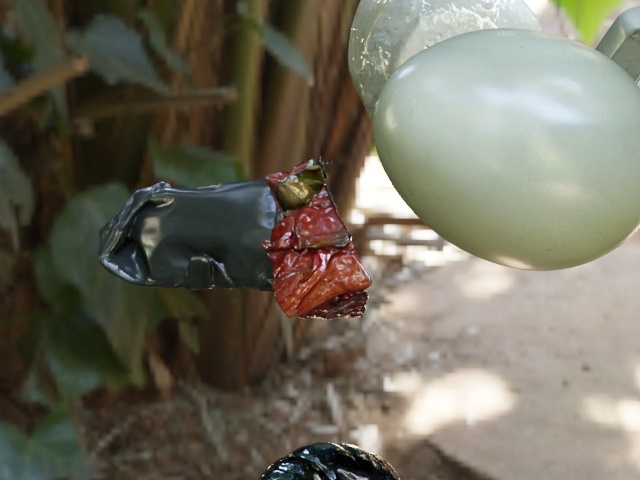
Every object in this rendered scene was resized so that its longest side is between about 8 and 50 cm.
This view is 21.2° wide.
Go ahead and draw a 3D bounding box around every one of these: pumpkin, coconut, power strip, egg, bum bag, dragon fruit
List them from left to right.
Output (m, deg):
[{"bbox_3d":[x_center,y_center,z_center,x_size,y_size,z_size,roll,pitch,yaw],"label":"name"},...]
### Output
[{"bbox_3d":[-0.128,-0.010,2.029,0.326,0.142,0.080,1,-15,31],"label":"bum bag"},{"bbox_3d":[0.008,0.294,1.682,0.194,0.150,0.194,14,51,-17],"label":"pumpkin"},{"bbox_3d":[0.010,-0.011,1.811,0.122,0.092,0.192,16,47,-37],"label":"dragon fruit"},{"bbox_3d":[0.128,-0.185,1.722,0.202,0.202,0.222,-3,17,-3],"label":"coconut"},{"bbox_3d":[0.157,-0.074,1.356,0.254,0.188,0.188,15,18,-32],"label":"egg"},{"bbox_3d":[0.395,-0.220,2.354,0.080,0.286,0.048,-2,55,-24],"label":"power strip"}]
